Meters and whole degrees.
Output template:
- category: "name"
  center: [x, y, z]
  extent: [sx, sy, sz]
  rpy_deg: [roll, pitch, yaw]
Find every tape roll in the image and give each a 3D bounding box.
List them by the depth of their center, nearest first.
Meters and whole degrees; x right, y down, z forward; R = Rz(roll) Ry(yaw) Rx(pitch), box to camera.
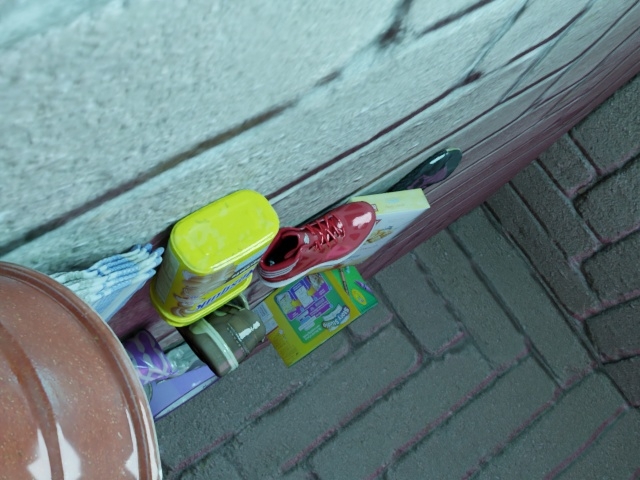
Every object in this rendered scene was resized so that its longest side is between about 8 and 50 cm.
- category: "tape roll"
  center: [-0.325, 0.322, 1.634]
  extent: [0.274, 0.090, 0.275]
  rpy_deg: [-33, 172, -6]

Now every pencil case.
- category: "pencil case"
  center: [-0.322, 0.217, 1.051]
  extent: [0.206, 0.088, 0.086]
  rpy_deg: [-33, 174, -19]

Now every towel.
- category: "towel"
  center: [-0.246, 0.092, 0.588]
  extent: [0.209, 0.034, 0.285]
  rpy_deg: [-45, -179, 8]

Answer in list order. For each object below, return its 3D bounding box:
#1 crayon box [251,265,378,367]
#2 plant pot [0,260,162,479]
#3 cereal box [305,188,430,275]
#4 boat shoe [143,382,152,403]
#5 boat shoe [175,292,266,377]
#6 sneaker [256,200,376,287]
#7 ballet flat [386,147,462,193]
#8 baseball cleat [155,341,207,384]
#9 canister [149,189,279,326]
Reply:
- category: "crayon box"
  center: [-0.019, 0.155, 1.629]
  extent: [0.278, 0.165, 0.081]
  rpy_deg: [-41, 170, 36]
- category: "plant pot"
  center: [-0.255, 0.128, 0.305]
  extent: [0.272, 0.272, 0.265]
  rpy_deg: [-36, 163, 9]
- category: "cereal box"
  center: [0.070, -0.013, 1.327]
  extent: [0.173, 0.047, 0.240]
  rpy_deg: [-10, 159, -35]
- category: "boat shoe"
  center: [-0.431, 0.350, 1.222]
  extent: [0.355, 0.132, 0.130]
  rpy_deg: [-34, 172, -1]
- category: "boat shoe"
  center: [-0.135, 0.110, 0.943]
  extent: [0.095, 0.095, 0.257]
  rpy_deg: [-37, -159, -15]
- category: "sneaker"
  center: [0.000, 0.000, 1.112]
  extent: [0.221, 0.087, 0.128]
  rpy_deg: [-35, 173, -9]
- category: "ballet flat"
  center: [0.193, -0.125, 1.352]
  extent: [0.173, 0.057, 0.049]
  rpy_deg: [-35, -148, 11]
- category: "baseball cleat"
  center: [-0.286, 0.242, 1.471]
  extent: [0.109, 0.072, 0.206]
  rpy_deg: [-23, 172, 24]
- category: "canister"
  center: [-0.122, 0.022, 0.793]
  extent: [0.126, 0.073, 0.170]
  rpy_deg: [-31, 169, -29]
